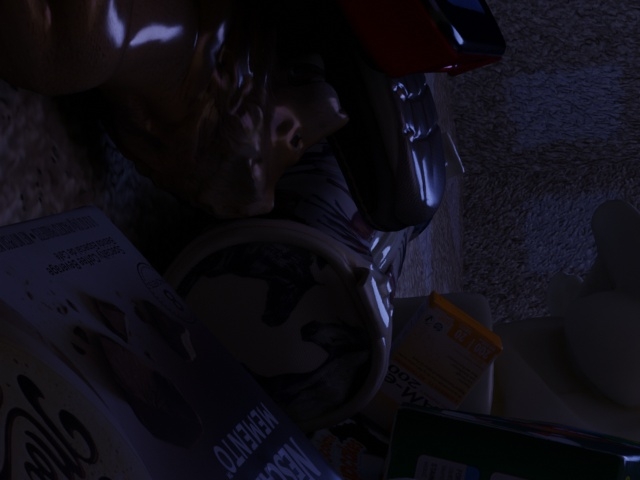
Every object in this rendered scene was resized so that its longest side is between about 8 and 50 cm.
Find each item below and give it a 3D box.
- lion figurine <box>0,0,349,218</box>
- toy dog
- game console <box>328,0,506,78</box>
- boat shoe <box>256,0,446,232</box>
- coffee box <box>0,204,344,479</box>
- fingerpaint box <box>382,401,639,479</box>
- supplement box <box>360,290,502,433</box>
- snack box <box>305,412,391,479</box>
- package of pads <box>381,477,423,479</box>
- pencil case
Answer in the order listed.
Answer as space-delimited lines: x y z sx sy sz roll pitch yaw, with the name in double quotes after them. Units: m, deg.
-0.110 -0.132 0.757 0.392 0.142 0.240 -2 94 -67 "lion figurine"
0.158 0.213 1.353 0.395 0.408 0.284 64 -12 9 "toy dog"
0.016 -0.264 0.920 0.342 0.060 0.386 66 13 -1 "game console"
-0.018 -0.149 1.009 0.132 0.130 0.355 38 28 -59 "boat shoe"
-0.106 0.095 0.461 0.168 0.119 0.297 47 11 3 "coffee box"
0.149 0.357 1.017 0.371 0.163 0.444 21 80 -64 "fingerpaint box"
0.076 0.094 1.016 0.098 0.062 0.036 -55 -176 11 "supplement box"
-0.018 0.213 1.016 0.187 0.060 0.322 -62 177 14 "snack box"
-0.023 0.254 0.730 0.296 0.101 0.229 -4 91 -43 "package of pads"
0.000 0.000 1.092 0.160 0.183 0.410 59 18 -12 "pencil case"
